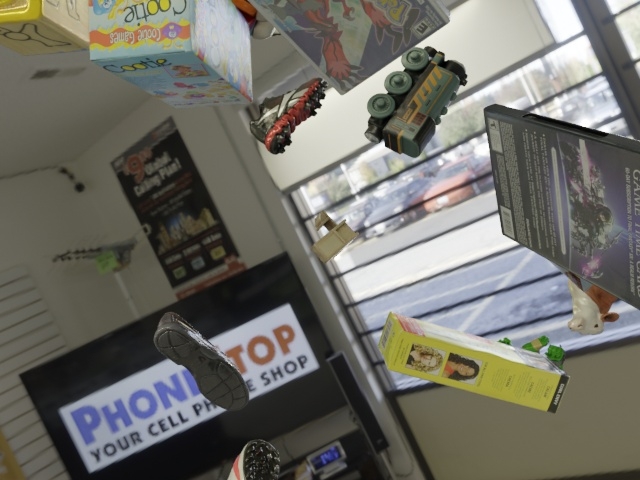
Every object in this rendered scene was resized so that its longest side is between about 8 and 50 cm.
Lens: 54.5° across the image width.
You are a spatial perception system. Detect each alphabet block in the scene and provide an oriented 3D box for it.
[{"bbox_3d":[-0.639,-0.534,1.367,0.193,0.193,0.197,-3,-2,10],"label":"alphabet block"}]

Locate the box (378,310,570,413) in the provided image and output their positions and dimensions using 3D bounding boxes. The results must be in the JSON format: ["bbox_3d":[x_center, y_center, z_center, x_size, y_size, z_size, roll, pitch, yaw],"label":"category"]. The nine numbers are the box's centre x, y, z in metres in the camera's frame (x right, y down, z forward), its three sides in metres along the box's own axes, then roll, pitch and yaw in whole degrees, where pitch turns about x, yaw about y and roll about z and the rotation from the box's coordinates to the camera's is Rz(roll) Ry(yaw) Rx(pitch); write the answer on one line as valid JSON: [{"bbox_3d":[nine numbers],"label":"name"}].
[{"bbox_3d":[0.198,0.160,0.821,0.232,0.058,0.087,16,10,-5],"label":"box"}]

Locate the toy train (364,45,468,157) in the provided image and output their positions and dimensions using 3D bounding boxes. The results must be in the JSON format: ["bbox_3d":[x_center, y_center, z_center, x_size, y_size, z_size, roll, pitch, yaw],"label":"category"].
[{"bbox_3d":[0.263,-0.385,1.714,0.333,0.190,0.142,-55,-18,-14],"label":"toy train"}]

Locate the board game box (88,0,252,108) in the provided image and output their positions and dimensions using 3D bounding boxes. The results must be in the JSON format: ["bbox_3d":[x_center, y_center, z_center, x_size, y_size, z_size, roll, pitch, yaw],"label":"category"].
[{"bbox_3d":[-0.209,-0.300,0.923,0.145,0.142,0.275,-2,-1,9],"label":"board game box"}]

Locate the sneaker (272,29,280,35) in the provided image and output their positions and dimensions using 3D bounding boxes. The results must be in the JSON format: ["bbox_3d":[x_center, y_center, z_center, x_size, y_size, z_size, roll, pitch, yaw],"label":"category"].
[{"bbox_3d":[-0.020,-0.601,1.513,0.282,0.162,0.106,-6,26,10],"label":"sneaker"}]

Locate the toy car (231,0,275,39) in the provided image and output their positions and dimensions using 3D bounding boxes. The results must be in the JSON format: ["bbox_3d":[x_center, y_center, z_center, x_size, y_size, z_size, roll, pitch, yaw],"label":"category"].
[{"bbox_3d":[-0.174,-0.467,1.274,0.136,0.159,0.182,-64,6,-14],"label":"toy car"}]

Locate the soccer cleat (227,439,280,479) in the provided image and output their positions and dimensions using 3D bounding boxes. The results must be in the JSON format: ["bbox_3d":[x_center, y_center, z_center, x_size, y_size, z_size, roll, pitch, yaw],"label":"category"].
[{"bbox_3d":[-0.152,0.546,1.206,0.116,0.109,0.318,-57,13,32],"label":"soccer cleat"}]

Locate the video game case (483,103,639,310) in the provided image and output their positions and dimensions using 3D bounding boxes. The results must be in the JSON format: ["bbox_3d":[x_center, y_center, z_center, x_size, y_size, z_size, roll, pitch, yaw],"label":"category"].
[{"bbox_3d":[0.295,-0.047,0.740,0.026,0.196,0.274,-24,28,-13],"label":"video game case"}]

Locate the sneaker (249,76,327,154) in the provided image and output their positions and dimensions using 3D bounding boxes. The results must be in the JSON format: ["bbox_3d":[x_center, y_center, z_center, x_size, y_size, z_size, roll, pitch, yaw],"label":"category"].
[{"bbox_3d":[-0.092,-0.364,1.709,0.276,0.135,0.097,-52,-17,-20],"label":"sneaker"}]

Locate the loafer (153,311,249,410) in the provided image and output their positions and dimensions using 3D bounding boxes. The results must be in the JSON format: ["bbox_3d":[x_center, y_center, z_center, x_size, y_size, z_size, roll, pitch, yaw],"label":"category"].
[{"bbox_3d":[-0.272,0.282,1.480,0.109,0.302,0.095,-33,27,10],"label":"loafer"}]

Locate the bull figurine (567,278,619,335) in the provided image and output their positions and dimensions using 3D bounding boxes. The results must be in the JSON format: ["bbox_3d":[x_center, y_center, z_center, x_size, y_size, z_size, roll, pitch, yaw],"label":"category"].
[{"bbox_3d":[0.546,0.036,1.194,0.310,0.188,0.101,-42,12,-13],"label":"bull figurine"}]

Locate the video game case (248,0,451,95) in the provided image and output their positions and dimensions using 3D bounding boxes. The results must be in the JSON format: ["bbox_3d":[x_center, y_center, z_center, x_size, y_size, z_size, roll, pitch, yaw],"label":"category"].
[{"bbox_3d":[0.026,-0.293,0.760,0.183,0.201,0.023,-27,35,39],"label":"video game case"}]

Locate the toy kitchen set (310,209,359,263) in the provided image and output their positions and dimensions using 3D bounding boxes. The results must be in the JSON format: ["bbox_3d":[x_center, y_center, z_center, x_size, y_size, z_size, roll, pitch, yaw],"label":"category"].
[{"bbox_3d":[0.000,0.000,0.967,0.075,0.068,0.083,-40,-5,-31],"label":"toy kitchen set"}]

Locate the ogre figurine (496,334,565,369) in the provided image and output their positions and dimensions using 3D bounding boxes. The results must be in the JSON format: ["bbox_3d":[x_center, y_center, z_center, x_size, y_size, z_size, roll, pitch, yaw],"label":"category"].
[{"bbox_3d":[0.474,0.286,1.427,0.197,0.118,0.097,-15,16,32],"label":"ogre figurine"}]

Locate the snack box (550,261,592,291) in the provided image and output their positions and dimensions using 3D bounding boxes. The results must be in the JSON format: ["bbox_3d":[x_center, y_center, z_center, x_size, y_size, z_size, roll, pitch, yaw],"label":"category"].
[{"bbox_3d":[0.363,0.009,0.928,0.037,0.100,0.141,-40,-37,4],"label":"snack box"}]
